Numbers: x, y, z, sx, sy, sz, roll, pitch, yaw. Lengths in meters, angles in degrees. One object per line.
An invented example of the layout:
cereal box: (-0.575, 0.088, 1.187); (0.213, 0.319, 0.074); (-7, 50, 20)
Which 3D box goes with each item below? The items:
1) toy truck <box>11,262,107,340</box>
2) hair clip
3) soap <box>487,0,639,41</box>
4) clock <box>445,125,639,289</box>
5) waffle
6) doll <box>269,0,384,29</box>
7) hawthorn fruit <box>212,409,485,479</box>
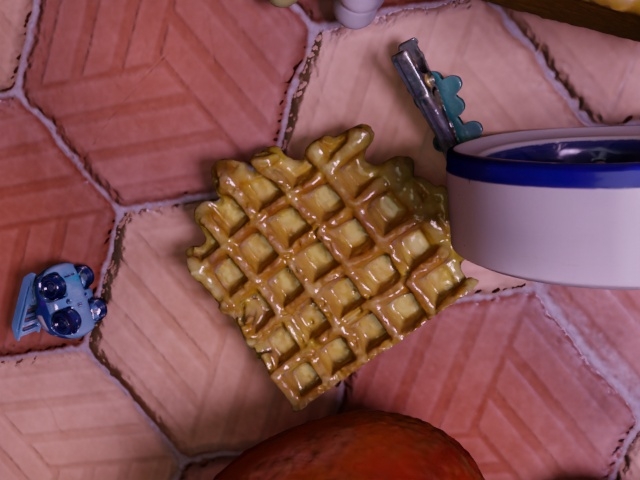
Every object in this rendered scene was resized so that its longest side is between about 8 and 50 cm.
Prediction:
toy truck: (-0.259, 0.064, 0.712); (0.090, 0.056, 0.073); (-18, 93, 27)
hair clip: (0.112, -0.088, 0.615); (0.049, 0.049, 0.173); (-24, 101, 14)
soap: (0.208, -0.296, 0.456); (0.293, 0.156, 0.335); (26, 107, 34)
clock: (0.203, -0.032, 0.511); (0.230, 0.230, 0.083); (1, 104, 10)
waffle: (0.000, 0.000, 0.645); (0.229, 0.057, 0.219); (-38, 92, 14)
doll: (-0.009, -0.234, 0.598); (0.162, 0.062, 0.106); (25, 109, 5)
hawthorn fruit: (0.004, 0.285, 0.602); (0.299, 0.275, 0.275); (-20, 97, 24)
